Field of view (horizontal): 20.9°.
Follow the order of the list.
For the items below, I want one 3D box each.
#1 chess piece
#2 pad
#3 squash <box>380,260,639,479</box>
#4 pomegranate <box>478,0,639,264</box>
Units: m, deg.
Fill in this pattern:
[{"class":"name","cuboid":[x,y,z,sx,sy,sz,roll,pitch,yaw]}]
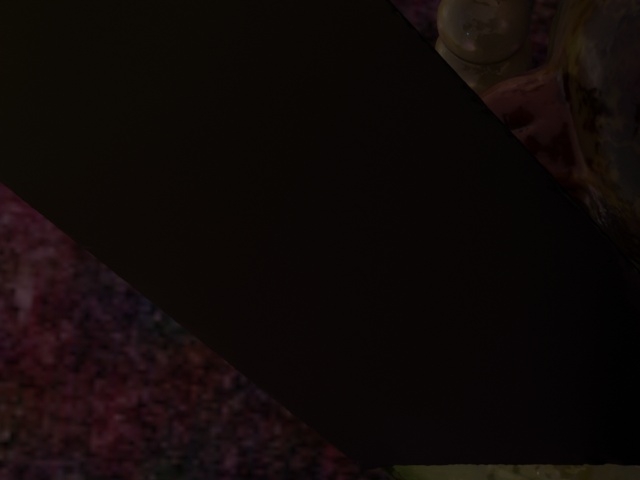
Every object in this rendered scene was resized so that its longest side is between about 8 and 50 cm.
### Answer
[{"class":"chess piece","cuboid":[0.128,-0.138,1.335,0.170,0.094,0.094,85,161,-56]},{"class":"pad","cuboid":[0.000,0.000,0.670,0.247,0.367,0.007,-9,51,43]},{"class":"squash","cuboid":[0.228,0.148,1.125,0.309,0.210,0.233,41,122,33]},{"class":"pomegranate","cuboid":[0.180,-0.075,0.986,0.214,0.248,0.214,170,90,-87]}]
